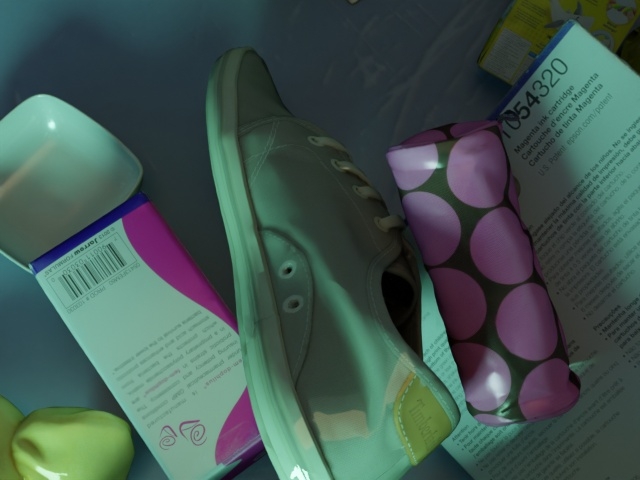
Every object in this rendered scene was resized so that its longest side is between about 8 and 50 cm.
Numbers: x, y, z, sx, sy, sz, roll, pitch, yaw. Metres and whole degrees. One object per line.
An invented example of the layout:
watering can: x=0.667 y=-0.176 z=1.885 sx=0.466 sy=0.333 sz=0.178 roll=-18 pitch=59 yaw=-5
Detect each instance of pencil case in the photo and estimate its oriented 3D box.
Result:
pencil case: x=0.117 y=0.020 z=0.682 sx=0.095 sy=0.098 sz=0.209 roll=-15 pitch=93 yaw=6

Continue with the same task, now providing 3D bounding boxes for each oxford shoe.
oxford shoe: x=0.000 y=0.000 z=0.743 sx=0.130 sy=0.169 sz=0.449 roll=-22 pitch=44 yaw=6

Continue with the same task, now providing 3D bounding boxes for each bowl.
bowl: x=-0.240 y=-0.045 z=0.871 sx=0.142 sy=0.053 sz=0.142 roll=37 pitch=76 yaw=11

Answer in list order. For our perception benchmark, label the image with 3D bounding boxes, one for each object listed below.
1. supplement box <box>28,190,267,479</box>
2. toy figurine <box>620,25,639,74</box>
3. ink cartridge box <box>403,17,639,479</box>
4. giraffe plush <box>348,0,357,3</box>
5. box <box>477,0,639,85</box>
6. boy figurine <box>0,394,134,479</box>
supplement box: x=-0.122 y=0.090 z=0.796 sx=0.111 sy=0.114 sz=0.220 roll=-34 pitch=74 yaw=-11
toy figurine: x=0.358 y=-0.069 z=0.786 sx=0.191 sy=0.217 sz=0.362 roll=0 pitch=70 yaw=6
ink cartridge box: x=0.212 y=0.063 z=0.728 sx=0.330 sy=0.071 sz=0.324 roll=47 pitch=119 yaw=16
giraffe plush: x=-0.033 y=-0.334 z=0.904 sx=0.210 sy=0.170 sz=0.181 roll=36 pitch=75 yaw=11
box: x=0.230 y=-0.213 z=0.880 sx=0.105 sy=0.043 sz=0.179 roll=30 pitch=108 yaw=-2
boy figurine: x=-0.290 y=0.187 z=0.774 sx=0.285 sy=0.092 sz=0.177 roll=-17 pitch=46 yaw=-9
